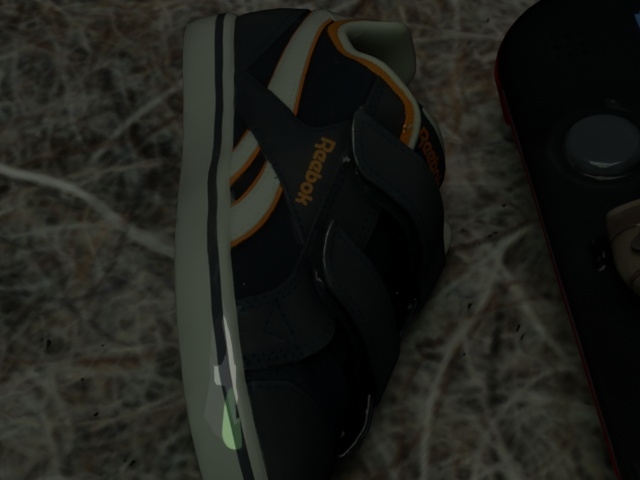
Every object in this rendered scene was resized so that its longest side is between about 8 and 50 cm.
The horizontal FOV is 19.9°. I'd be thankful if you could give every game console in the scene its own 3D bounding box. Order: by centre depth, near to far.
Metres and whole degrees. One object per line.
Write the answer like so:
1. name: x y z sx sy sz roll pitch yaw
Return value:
1. game console: 0.299 -0.025 0.892 0.386 0.060 0.342 -9 46 -2

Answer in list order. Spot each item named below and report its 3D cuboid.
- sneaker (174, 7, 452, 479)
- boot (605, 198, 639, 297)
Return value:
1. sneaker: 0.000 0.000 0.872 0.127 0.126 0.321 -8 50 6
2. boot: 0.192 -0.003 0.829 0.118 0.042 0.087 -20 51 -12
